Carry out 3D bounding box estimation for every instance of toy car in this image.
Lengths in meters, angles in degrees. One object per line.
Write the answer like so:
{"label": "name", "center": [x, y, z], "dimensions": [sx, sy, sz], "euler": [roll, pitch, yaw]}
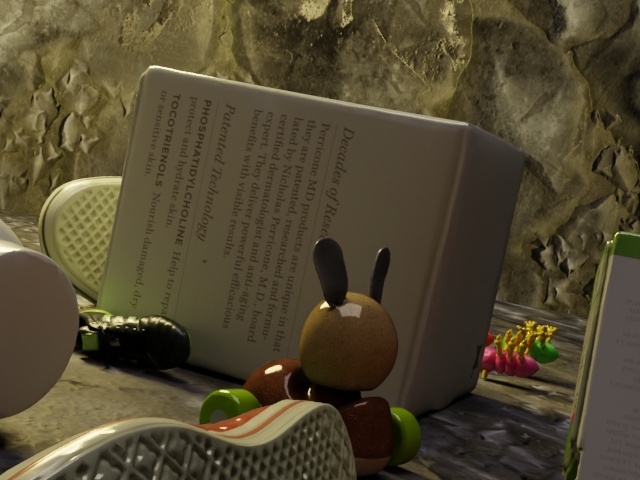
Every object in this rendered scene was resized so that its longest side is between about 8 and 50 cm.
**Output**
{"label": "toy car", "center": [0.007, 0.092, 0.881], "dimensions": [0.149, 0.188, 0.155], "euler": [13, 4, 38]}

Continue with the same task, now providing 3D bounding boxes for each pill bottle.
{"label": "pill bottle", "center": [-0.336, 0.041, 0.827], "dimensions": [0.301, 0.169, 0.169], "euler": [13, 4, 36]}

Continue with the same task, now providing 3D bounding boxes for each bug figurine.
{"label": "bug figurine", "center": [0.235, 0.157, 1.561], "dimensions": [0.216, 0.072, 0.279], "euler": [8, 5, 25]}

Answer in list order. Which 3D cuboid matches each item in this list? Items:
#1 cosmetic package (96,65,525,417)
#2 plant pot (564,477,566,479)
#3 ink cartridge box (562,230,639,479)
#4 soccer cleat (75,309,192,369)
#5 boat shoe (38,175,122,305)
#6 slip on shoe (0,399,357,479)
{"label": "cosmetic package", "center": [0.000, 0.000, 1.273], "dimensions": [0.393, 0.328, 0.329], "euler": [13, 4, 21]}
{"label": "plant pot", "center": [0.264, 0.161, 0.716], "dimensions": [0.191, 0.174, 0.191], "euler": [9, 2, 0]}
{"label": "ink cartridge box", "center": [0.224, 0.142, 0.563], "dimensions": [0.188, 0.255, 0.097], "euler": [12, -19, 13]}
{"label": "soccer cleat", "center": [-0.214, 0.108, 1.124], "dimensions": [0.178, 0.060, 0.072], "euler": [5, 9, 39]}
{"label": "boat shoe", "center": [-0.255, 0.018, 1.504], "dimensions": [0.156, 0.187, 0.500], "euler": [7, -4, 23]}
{"label": "slip on shoe", "center": [-0.077, 0.144, 0.523], "dimensions": [0.101, 0.123, 0.331], "euler": [-12, -5, 20]}
